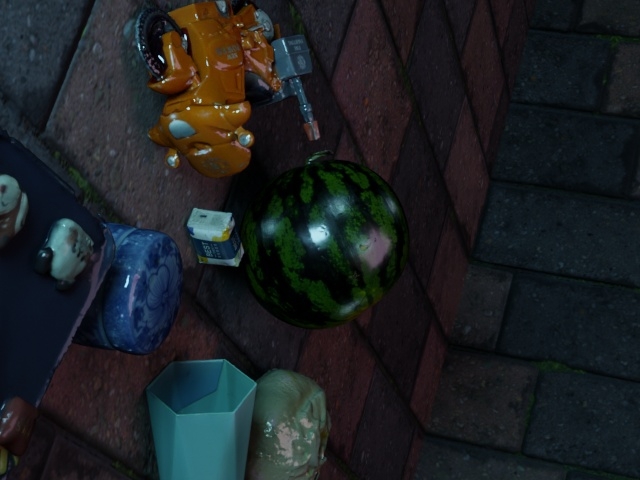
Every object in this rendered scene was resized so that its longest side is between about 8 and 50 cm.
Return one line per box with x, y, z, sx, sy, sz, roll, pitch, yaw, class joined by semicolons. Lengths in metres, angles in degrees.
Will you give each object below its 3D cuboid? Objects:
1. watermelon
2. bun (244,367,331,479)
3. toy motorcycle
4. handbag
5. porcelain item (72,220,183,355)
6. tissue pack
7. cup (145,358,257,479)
0.001;0.005;1.894;0.269;0.269;0.269;10;90;-71;watermelon
-0.059;0.325;2.047;0.239;0.141;0.239;10;90;-74;bun
-0.119;-0.199;1.624;0.326;0.148;0.221;-27;102;-60;toy motorcycle
-0.334;0.073;1.167;0.303;0.122;0.329;54;50;-65;handbag
-0.230;0.055;1.460;0.147;0.114;0.147;10;90;-72;porcelain item
-0.145;-0.003;1.756;0.083;0.062;0.042;77;24;-51;tissue pack
-0.163;0.299;1.752;0.148;0.134;0.235;-42;140;-57;cup
